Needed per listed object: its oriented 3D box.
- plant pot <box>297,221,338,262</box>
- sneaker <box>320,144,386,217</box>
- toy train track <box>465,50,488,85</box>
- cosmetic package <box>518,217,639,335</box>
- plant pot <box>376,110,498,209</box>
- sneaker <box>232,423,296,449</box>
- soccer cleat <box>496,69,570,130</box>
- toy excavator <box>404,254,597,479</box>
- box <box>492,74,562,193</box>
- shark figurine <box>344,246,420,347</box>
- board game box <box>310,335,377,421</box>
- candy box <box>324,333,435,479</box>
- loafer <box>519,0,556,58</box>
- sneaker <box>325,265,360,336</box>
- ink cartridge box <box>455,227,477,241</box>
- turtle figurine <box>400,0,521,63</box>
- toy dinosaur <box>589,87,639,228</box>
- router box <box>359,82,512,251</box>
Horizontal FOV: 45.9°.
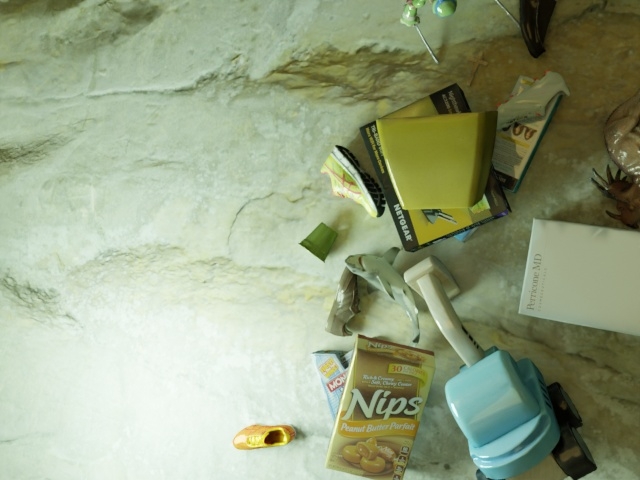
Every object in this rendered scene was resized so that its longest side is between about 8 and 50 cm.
[{"bbox_3d":[0.000,0.000,1.856,0.083,0.083,0.079,35,88,18],"label":"plant pot"},{"bbox_3d":[0.077,-0.128,1.830,0.094,0.081,0.208,-44,68,22],"label":"sneaker"},{"bbox_3d":[0.359,-0.400,1.757,0.048,0.014,0.083,24,103,13],"label":"toy train track"},{"bbox_3d":[0.624,0.080,1.565,0.385,0.156,0.217,7,93,20],"label":"cosmetic package"},{"bbox_3d":[0.247,-0.164,1.550,0.212,0.212,0.187,-1,100,21],"label":"plant pot"},{"bbox_3d":[-0.149,0.493,1.900,0.175,0.067,0.064,-17,84,21],"label":"sneaker"},{"bbox_3d":[0.442,-0.286,1.629,0.196,0.068,0.076,-36,79,14],"label":"soccer cleat"},{"bbox_3d":[0.347,0.276,1.613,0.222,0.433,0.445,-33,105,17],"label":"toy excavator"},{"bbox_3d":[0.443,-0.236,1.694,0.100,0.060,0.244,27,98,20],"label":"box"},{"bbox_3d":[0.160,0.133,1.792,0.116,0.166,0.278,-32,95,43],"label":"shark figurine"},{"bbox_3d":[0.074,0.325,1.822,0.194,0.060,0.194,-37,77,16],"label":"board game box"},{"bbox_3d":[0.133,0.387,1.721,0.183,0.087,0.316,13,108,0],"label":"candy box"},{"bbox_3d":[0.483,-0.516,1.675,0.078,0.080,0.220,-6,86,21],"label":"loafer"},{"bbox_3d":[0.070,0.143,1.836,0.071,0.066,0.188,18,101,4],"label":"sneaker"},{"bbox_3d":[0.294,-0.091,1.747,0.180,0.060,0.104,42,102,17],"label":"ink cartridge box"},{"bbox_3d":[0.276,-0.577,1.747,0.198,0.275,0.266,-35,55,39],"label":"turtle figurine"},{"bbox_3d":[0.650,-0.190,1.589,0.200,0.127,0.295,-30,60,49],"label":"toy dinosaur"},{"bbox_3d":[0.254,-0.158,1.689,0.243,0.081,0.308,-24,79,18],"label":"router box"}]
